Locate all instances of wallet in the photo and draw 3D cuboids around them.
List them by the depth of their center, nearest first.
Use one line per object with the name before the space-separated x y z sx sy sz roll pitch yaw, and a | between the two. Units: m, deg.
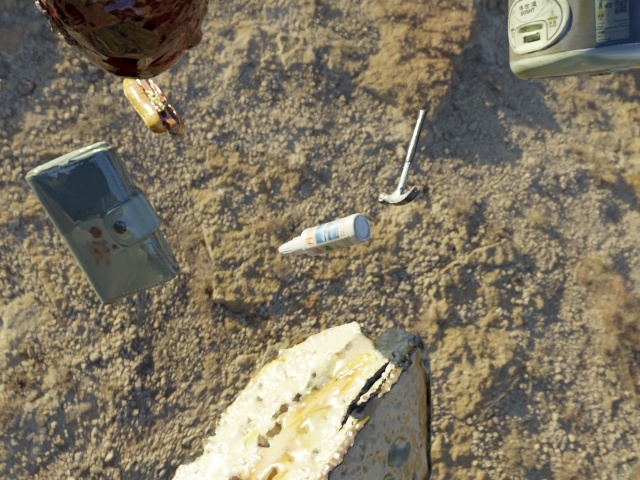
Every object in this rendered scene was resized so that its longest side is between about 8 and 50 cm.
wallet | -0.489 -0.031 1.244 0.083 0.252 0.361 -70 139 -63

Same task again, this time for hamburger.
hamburger | -0.008 0.348 0.769 0.445 0.268 0.287 -45 119 -36

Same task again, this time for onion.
onion | -0.260 -0.335 0.731 0.280 0.281 0.221 -14 66 -28

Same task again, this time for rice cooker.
rice cooker | 0.495 -0.449 1.018 0.288 0.288 0.277 -13 106 -28

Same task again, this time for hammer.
hammer | 0.215 -0.198 1.275 0.029 0.103 0.247 27 77 -39

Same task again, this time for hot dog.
hot dog | -0.366 -0.298 1.199 0.092 0.062 0.236 3 36 -50

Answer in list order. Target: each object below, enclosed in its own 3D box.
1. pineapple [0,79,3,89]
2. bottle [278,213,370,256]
pineapple | -0.729 -0.312 1.116 0.136 0.176 0.162 -23 65 -28
bottle | 0.000 0.000 1.082 0.060 0.217 0.060 20 62 -43
